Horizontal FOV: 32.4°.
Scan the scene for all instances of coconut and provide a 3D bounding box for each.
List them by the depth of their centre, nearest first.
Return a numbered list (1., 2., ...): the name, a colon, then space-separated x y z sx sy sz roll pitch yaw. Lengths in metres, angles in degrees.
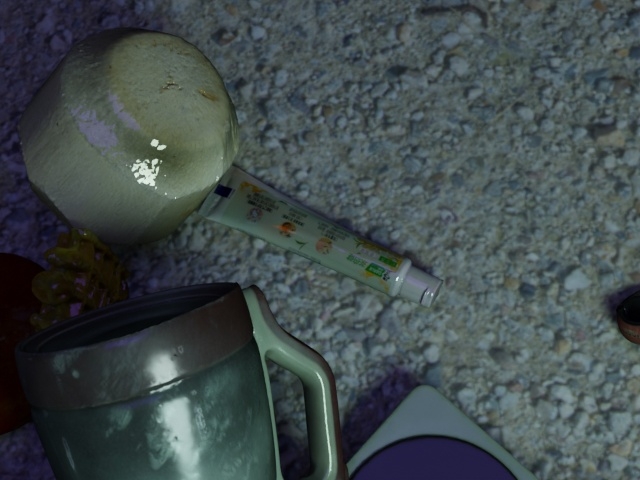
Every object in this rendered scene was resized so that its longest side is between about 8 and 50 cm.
1. coconut: -0.233 -0.113 1.312 0.237 0.266 0.237 20 55 -32

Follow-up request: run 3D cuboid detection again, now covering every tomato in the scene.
1. tomato: -0.404 0.115 1.297 0.200 0.139 0.233 9 73 -1

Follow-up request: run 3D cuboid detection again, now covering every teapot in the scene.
1. teapot: -0.119 0.207 1.132 0.315 0.233 0.312 -18 100 -26

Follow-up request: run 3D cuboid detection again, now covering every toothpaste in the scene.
1. toothpaste: 0.000 0.000 1.354 0.314 0.058 0.056 26 120 14

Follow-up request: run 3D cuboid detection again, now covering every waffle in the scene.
1. waffle: -0.279 0.080 1.262 0.055 0.211 0.160 6 74 6

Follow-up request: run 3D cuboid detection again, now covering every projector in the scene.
1. projector: 0.127 0.336 1.229 0.259 0.079 0.257 41 79 14

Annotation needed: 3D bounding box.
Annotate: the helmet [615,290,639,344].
1. helmet: 0.387 0.096 1.301 0.084 0.049 0.065 -28 35 -30

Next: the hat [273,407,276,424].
1. hat: -0.152 0.227 1.274 0.205 0.089 0.205 1 75 -3
